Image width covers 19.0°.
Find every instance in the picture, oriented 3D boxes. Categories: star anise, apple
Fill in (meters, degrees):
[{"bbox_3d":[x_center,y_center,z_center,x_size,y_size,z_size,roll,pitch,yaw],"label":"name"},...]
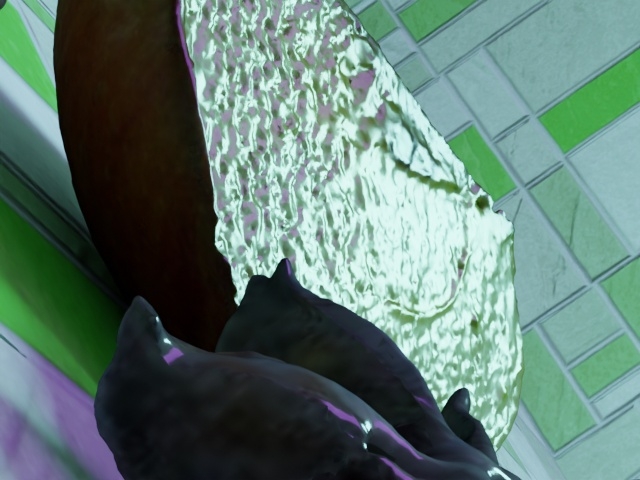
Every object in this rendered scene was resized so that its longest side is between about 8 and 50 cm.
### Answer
[{"bbox_3d":[0.016,0.138,0.682,0.359,0.139,0.316,22,23,-51],"label":"star anise"},{"bbox_3d":[-0.023,-0.022,0.919,0.346,0.179,0.254,52,-5,-39],"label":"apple"}]

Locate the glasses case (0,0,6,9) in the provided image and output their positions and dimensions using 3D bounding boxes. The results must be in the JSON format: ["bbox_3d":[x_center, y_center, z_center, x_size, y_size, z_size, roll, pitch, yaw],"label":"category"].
[{"bbox_3d":[-0.208,-0.184,0.944,0.081,0.051,0.204,46,10,-52],"label":"glasses case"}]

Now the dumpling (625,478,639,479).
[{"bbox_3d":[0.223,0.275,1.126,0.293,0.204,0.163,64,18,3],"label":"dumpling"}]
